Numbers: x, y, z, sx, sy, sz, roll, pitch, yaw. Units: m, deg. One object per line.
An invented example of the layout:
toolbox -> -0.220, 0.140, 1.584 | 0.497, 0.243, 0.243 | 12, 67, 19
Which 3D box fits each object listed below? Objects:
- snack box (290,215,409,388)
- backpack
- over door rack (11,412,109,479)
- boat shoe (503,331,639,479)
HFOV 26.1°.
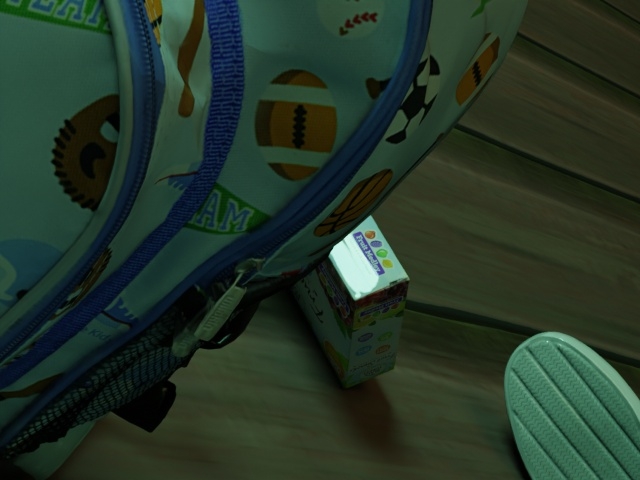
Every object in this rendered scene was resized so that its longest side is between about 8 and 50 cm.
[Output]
snack box -> 0.000, 0.000, 0.790 | 0.037, 0.100, 0.141 | -21, 59, -14
backpack -> -0.079, -0.085, 0.425 | 0.276, 0.263, 0.213 | 53, 24, -2
over door rack -> -0.158, -0.069, 0.653 | 0.239, 0.108, 0.324 | 39, 26, -12
boat shoe -> 0.191, 0.158, 0.873 | 0.226, 0.083, 0.076 | 60, 16, 5
